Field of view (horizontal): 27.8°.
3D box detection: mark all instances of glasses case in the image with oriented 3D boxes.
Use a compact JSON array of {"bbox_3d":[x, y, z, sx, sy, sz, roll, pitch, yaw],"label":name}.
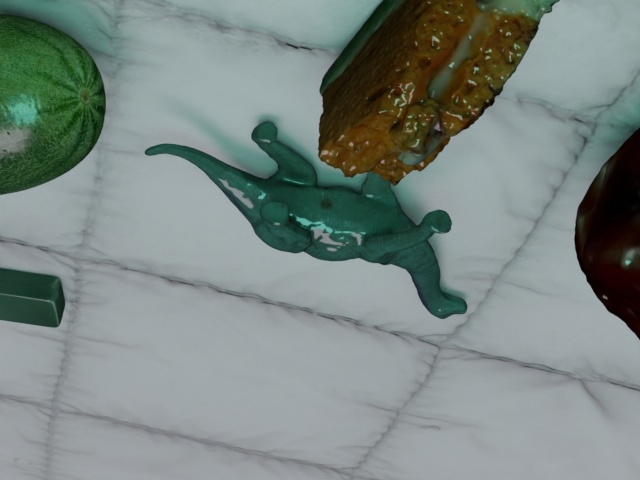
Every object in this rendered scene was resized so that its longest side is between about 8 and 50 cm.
[{"bbox_3d":[-0.438,0.071,1.725,0.184,0.039,0.077,9,146,1],"label":"glasses case"}]

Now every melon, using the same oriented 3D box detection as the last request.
[{"bbox_3d":[-0.350,-0.133,1.268,0.288,0.182,0.182,1,146,16],"label":"melon"}]

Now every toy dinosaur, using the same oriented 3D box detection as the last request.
[{"bbox_3d":[0.000,0.000,1.476,0.384,0.129,0.331,10,156,1],"label":"toy dinosaur"}]

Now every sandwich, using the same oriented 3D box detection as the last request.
[{"bbox_3d":[0.083,-0.146,1.139,0.109,0.212,0.292,34,155,-10],"label":"sandwich"}]

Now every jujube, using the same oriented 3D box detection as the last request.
[{"bbox_3d":[0.402,0.026,1.284,0.258,0.258,0.376,-11,138,28],"label":"jujube"}]
